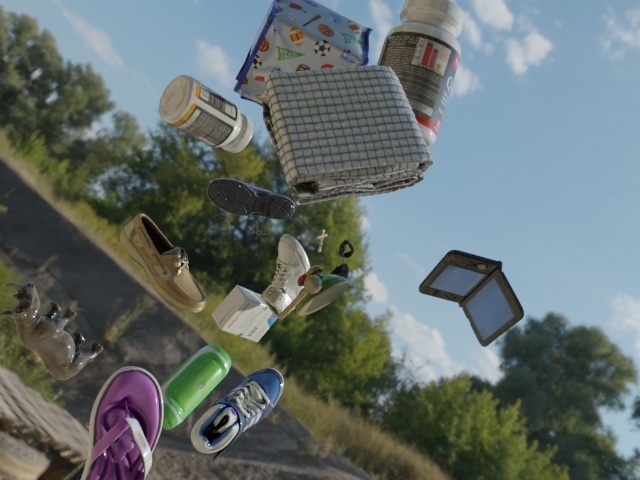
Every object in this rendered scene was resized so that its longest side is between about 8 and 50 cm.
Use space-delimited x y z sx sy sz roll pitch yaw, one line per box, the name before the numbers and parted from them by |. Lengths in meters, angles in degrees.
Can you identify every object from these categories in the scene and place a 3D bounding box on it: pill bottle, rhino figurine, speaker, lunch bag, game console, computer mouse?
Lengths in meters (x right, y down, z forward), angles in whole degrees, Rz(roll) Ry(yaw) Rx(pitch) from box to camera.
pill bottle | 0.252 -0.447 1.781 0.210 0.363 0.210 17 -5 1
rhino figurine | -0.529 0.172 1.295 0.073 0.106 0.243 0 -48 33
speaker | -0.425 0.472 2.185 0.131 0.296 0.131 23 -45 25
lunch bag | -0.067 -0.539 2.075 0.327 0.239 0.385 23 -42 -12
game console | 0.467 0.189 2.119 0.250 0.173 0.293 15 -32 -7
computer mouse | 0.059 0.072 2.090 0.041 0.071 0.242 55 -28 30
pill bottle | -0.354 -0.390 2.110 0.278 0.162 0.162 27 0 -45

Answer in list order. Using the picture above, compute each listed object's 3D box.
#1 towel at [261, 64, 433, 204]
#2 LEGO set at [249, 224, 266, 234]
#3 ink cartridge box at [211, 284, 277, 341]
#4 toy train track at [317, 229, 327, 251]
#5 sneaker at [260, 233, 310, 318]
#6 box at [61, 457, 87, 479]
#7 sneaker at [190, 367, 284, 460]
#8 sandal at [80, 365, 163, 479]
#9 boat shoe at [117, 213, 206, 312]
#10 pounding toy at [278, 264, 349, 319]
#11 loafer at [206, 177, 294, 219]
towel | 0.040 -0.196 1.261 0.121 0.283 0.235 120 -43 -63
LEGO set | -0.189 -0.026 1.972 0.054 0.023 0.083 27 1 8
ink cartridge box | -0.256 0.257 2.340 0.203 0.148 0.086 32 12 -50
toy train track | 0.000 0.000 2.282 0.014 0.048 0.083 29 -60 37
sneaker | -0.123 0.133 2.219 0.108 0.169 0.293 25 -41 38
box | -0.568 0.652 1.593 0.183 0.232 0.059 52 -21 -10
sneaker | -0.222 0.479 1.886 0.130 0.322 0.236 53 -16 4
sandal | -0.458 0.502 1.543 0.169 0.417 0.102 15 -2 -28
boat shoe | -0.457 0.070 2.003 0.341 0.110 0.122 46 20 -3
pounding toy | -0.031 0.135 2.008 0.110 0.183 0.237 57 24 17
loafer | -0.235 -0.138 2.193 0.302 0.109 0.095 14 16 -25
